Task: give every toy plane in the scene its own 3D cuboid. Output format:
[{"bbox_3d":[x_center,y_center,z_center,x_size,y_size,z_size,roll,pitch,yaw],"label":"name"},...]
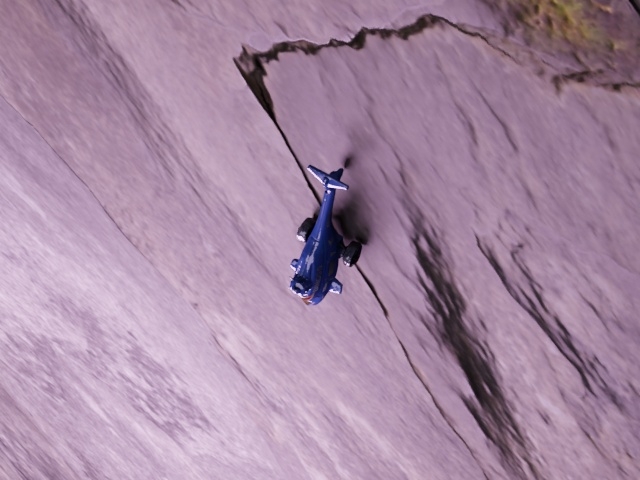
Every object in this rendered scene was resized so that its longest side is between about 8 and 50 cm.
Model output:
[{"bbox_3d":[0.000,0.000,1.265,0.054,0.062,0.167,28,139,15],"label":"toy plane"}]
